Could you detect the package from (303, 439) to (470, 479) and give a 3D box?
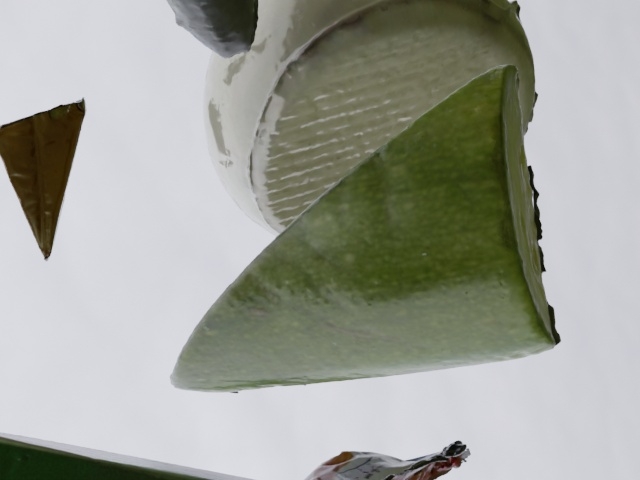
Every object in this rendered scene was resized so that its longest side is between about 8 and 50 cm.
[{"bbox_3d":[-0.004,0.224,1.008,0.269,0.194,0.071,-18,-105,-43],"label":"package"}]

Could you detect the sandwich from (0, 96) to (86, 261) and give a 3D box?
[{"bbox_3d":[-0.299,-0.071,1.432,0.079,0.113,0.163,-163,53,-78],"label":"sandwich"}]

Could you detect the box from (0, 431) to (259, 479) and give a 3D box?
[{"bbox_3d":[-0.067,0.139,0.550,0.199,0.135,0.081,12,-100,-15],"label":"box"}]

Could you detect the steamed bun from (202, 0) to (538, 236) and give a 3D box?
[{"bbox_3d":[0.041,-0.172,1.369,0.374,0.374,0.241,29,-161,-46],"label":"steamed bun"}]

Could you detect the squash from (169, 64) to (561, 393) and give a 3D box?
[{"bbox_3d":[0.000,0.000,0.730,0.093,0.252,0.169,8,-106,-68],"label":"squash"}]

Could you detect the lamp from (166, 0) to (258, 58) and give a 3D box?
[{"bbox_3d":[-0.104,-0.240,0.867,0.101,0.101,0.250,-71,-34,-45],"label":"lamp"}]
